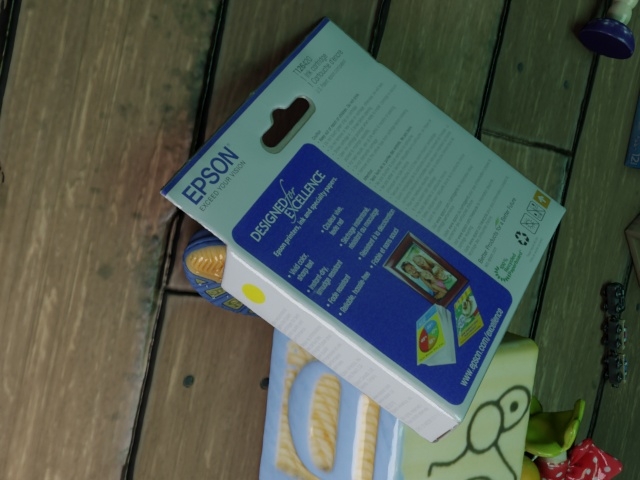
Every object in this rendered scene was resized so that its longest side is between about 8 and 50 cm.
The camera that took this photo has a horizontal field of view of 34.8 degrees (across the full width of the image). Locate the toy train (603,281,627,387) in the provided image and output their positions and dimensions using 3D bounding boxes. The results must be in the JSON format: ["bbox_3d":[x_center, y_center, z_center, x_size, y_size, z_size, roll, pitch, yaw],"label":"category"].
[{"bbox_3d":[0.414,0.132,1.431,0.036,0.027,0.158,-27,117,-46],"label":"toy train"}]

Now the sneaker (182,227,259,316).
[{"bbox_3d":[0.000,0.000,0.999,0.297,0.112,0.131,5,63,-31],"label":"sneaker"}]

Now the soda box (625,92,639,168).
[{"bbox_3d":[0.477,-0.194,1.375,0.071,0.067,0.210,6,98,-42],"label":"soda box"}]

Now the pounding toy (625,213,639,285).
[{"bbox_3d":[0.523,0.019,1.419,0.100,0.141,0.130,-43,125,-26],"label":"pounding toy"}]

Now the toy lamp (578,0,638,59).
[{"bbox_3d":[0.403,-0.362,1.265,0.080,0.080,0.274,33,81,-41],"label":"toy lamp"}]

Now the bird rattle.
[{"bbox_3d":[0.259,0.286,1.302,0.207,0.143,0.253,-41,138,-12],"label":"bird rattle"}]

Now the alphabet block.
[{"bbox_3d":[0.077,0.177,1.035,0.197,0.193,0.192,-1,103,-41],"label":"alphabet block"}]

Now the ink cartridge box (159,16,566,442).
[{"bbox_3d":[0.048,-0.022,0.928,0.307,0.072,0.303,37,49,0],"label":"ink cartridge box"}]
